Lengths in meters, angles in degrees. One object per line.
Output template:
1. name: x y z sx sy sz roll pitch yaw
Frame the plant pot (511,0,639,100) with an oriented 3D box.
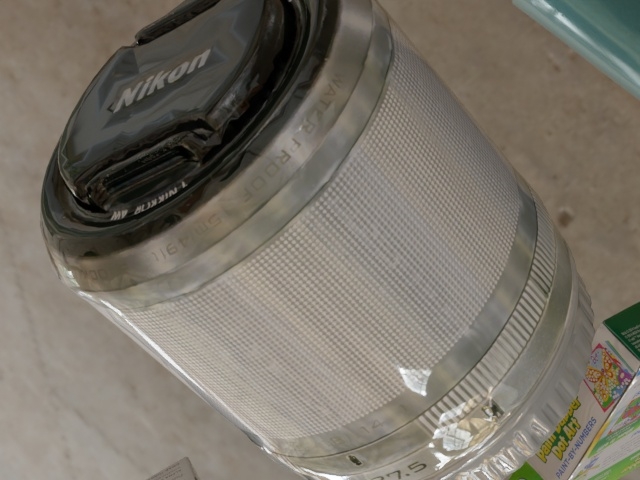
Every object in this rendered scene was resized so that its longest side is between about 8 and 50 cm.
1. plant pot: 0.311 -0.184 0.911 0.235 0.293 0.293 44 151 4

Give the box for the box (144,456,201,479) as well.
1. box: -0.171 0.365 1.514 0.181 0.182 0.119 63 174 -20

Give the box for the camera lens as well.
1. camera lens: 0.000 0.000 0.785 0.219 0.219 0.274 7 148 51

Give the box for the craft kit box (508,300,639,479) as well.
1. craft kit box: 0.304 0.125 1.265 0.061 0.250 0.246 47 140 29
